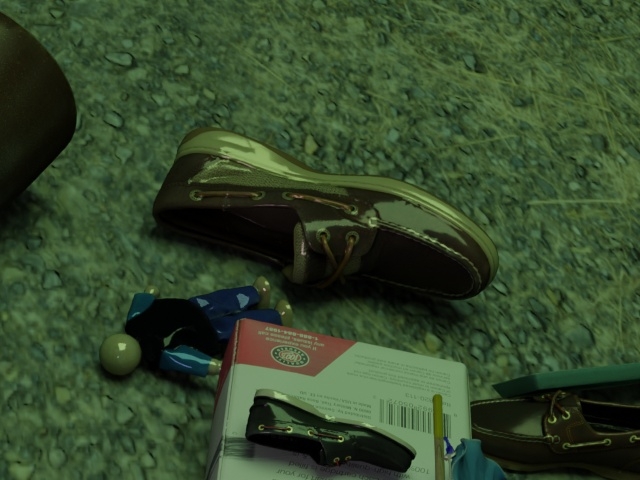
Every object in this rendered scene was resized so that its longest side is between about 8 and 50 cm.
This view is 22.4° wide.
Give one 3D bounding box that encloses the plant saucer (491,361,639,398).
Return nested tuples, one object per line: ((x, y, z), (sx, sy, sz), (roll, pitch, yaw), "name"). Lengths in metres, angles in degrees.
((0.257, 0.131, 1.534), (0.192, 0.067, 0.018), (-1, 76, -33), "plant saucer")

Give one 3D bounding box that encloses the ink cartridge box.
((0.009, 0.208, 1.291), (0.207, 0.117, 0.283), (13, 36, -6), "ink cartridge box")

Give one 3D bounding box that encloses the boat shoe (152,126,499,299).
((0.000, 0.000, 1.578), (0.342, 0.123, 0.123), (21, 50, 6), "boat shoe")

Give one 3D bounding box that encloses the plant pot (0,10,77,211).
((-0.368, -0.073, 1.467), (0.215, 0.215, 0.230), (21, 52, 6), "plant pot")

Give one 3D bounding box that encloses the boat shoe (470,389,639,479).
((0.225, 0.168, 1.472), (0.207, 0.073, 0.073), (7, 38, -12), "boat shoe")

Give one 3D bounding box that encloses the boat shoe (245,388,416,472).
((0.007, 0.154, 1.227), (0.133, 0.049, 0.042), (19, 63, -6), "boat shoe")

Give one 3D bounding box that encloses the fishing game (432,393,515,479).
((0.143, 0.238, 1.219), (0.041, 0.264, 0.189), (-17, 32, 17), "fishing game")

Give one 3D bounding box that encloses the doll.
((-0.115, 0.083, 1.468), (0.189, 0.046, 0.129), (-13, 45, -35), "doll")
